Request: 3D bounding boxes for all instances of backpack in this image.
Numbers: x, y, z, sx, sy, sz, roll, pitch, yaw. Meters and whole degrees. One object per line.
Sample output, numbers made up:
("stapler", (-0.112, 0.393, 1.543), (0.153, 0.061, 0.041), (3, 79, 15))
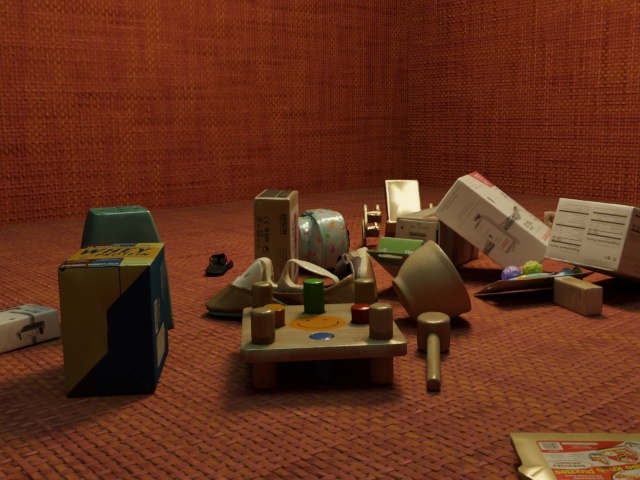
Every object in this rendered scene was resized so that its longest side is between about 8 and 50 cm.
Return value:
("backpack", (0.000, 0.000, 1.975), (0.144, 0.166, 0.188), (-6, 8, -23))

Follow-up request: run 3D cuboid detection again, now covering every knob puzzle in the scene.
("knob puzzle", (0.309, 0.260, 0.802), (0.213, 0.030, 0.213), (0, 9, 0))

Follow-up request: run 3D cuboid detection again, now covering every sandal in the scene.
("sandal", (-0.274, 0.059, 2.022), (0.067, 0.040, 0.179), (-1, 9, 0))

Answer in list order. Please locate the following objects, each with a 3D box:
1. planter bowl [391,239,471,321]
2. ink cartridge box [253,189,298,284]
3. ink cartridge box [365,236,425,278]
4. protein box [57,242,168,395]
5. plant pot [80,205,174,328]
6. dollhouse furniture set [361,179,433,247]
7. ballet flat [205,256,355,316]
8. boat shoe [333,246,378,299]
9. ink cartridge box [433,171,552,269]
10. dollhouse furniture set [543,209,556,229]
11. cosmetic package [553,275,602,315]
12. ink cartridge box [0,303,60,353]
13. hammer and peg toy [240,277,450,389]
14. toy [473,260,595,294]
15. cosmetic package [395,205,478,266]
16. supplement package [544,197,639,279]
("planter bowl", (0.211, 0.096, 1.485), (0.109, 0.162, 0.162), (-30, 13, -5))
("ink cartridge box", (-0.101, 0.005, 1.752), (0.088, 0.235, 0.193), (0, 10, 4))
("ink cartridge box", (0.198, 0.040, 1.738), (0.109, 0.062, 0.209), (6, -20, 32))
("protein box", (-0.323, 0.117, 1.197), (0.136, 0.200, 0.201), (-1, 9, -6))
("plant pot", (-0.397, 0.053, 1.489), (0.165, 0.234, 0.165), (-6, 11, -23))
("dollhouse furniture set", (0.238, -0.043, 2.245), (0.212, 0.242, 0.161), (-1, 54, 0))
("ballet flat", (-0.076, 0.098, 1.522), (0.342, 0.124, 0.116), (3, 10, 22))
("boat shoe", (0.077, 0.080, 1.721), (0.092, 0.103, 0.285), (-13, 12, 4))
("ink cartridge box", (0.448, -0.038, 1.879), (0.283, 0.117, 0.207), (39, 22, 13))
("dollhouse furniture set", (0.747, -0.018, 2.125), (0.129, 0.129, 0.183), (-6, 11, -28))
("cosmetic package", (0.538, 0.115, 1.563), (0.041, 0.060, 0.115), (-5, 12, -16))
("ink cartridge box", (-0.570, 0.162, 1.387), (0.099, 0.056, 0.135), (5, 12, 36))
("hammer and peg toy", (0.051, 0.143, 1.225), (0.361, 0.127, 0.266), (-1, 10, -4))
("toy", (0.474, 0.078, 1.673), (0.237, 0.056, 0.137), (-1, -18, -15))
("cosmetic package", (0.325, -0.006, 2.041), (0.129, 0.153, 0.296), (7, 14, 31))
("supplement package", (0.689, 0.011, 1.711), (0.261, 0.145, 0.204), (15, 0, -32))
